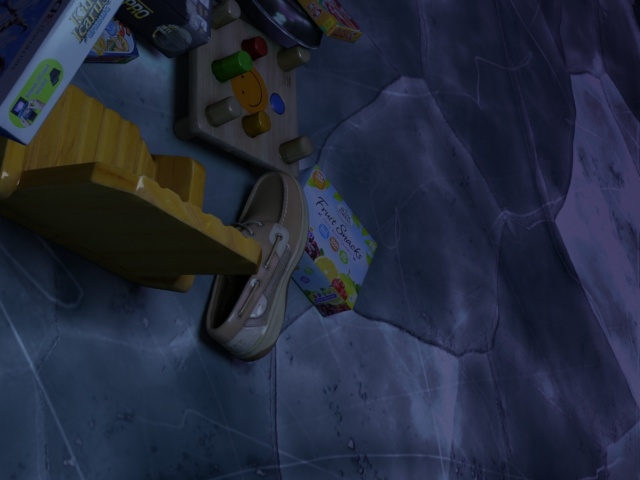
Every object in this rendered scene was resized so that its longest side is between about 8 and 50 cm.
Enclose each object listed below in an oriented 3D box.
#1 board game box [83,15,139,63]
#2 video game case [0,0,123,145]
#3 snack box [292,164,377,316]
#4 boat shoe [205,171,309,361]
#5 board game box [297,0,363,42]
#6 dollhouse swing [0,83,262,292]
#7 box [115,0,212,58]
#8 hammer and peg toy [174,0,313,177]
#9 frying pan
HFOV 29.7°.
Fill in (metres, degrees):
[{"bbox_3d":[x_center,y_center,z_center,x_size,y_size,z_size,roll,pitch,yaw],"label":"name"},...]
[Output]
[{"bbox_3d":[-0.359,-0.369,1.834,0.136,0.035,0.201,-12,84,-56],"label":"board game box"},{"bbox_3d":[-0.372,-0.254,1.480,0.061,0.269,0.244,40,77,-40],"label":"video game case"},{"bbox_3d":[0.000,0.000,2.127,0.207,0.070,0.174,54,39,-26],"label":"snack box"},{"bbox_3d":[-0.104,0.019,1.929,0.110,0.121,0.341,38,47,-39],"label":"boat shoe"},{"bbox_3d":[-0.034,-0.456,2.120,0.259,0.039,0.124,49,19,13],"label":"board game box"},{"bbox_3d":[-0.253,-0.111,1.627,0.347,0.305,0.315,32,50,-41],"label":"dollhouse swing"},{"bbox_3d":[-0.292,-0.532,1.896,0.318,0.097,0.395,40,42,-47],"label":"box"},{"bbox_3d":[-0.122,-0.301,2.047,0.266,0.127,0.361,25,55,-46],"label":"hammer and peg toy"},{"bbox_3d":[-0.044,-0.429,2.168,0.197,0.053,0.326,49,22,3],"label":"frying pan"}]
